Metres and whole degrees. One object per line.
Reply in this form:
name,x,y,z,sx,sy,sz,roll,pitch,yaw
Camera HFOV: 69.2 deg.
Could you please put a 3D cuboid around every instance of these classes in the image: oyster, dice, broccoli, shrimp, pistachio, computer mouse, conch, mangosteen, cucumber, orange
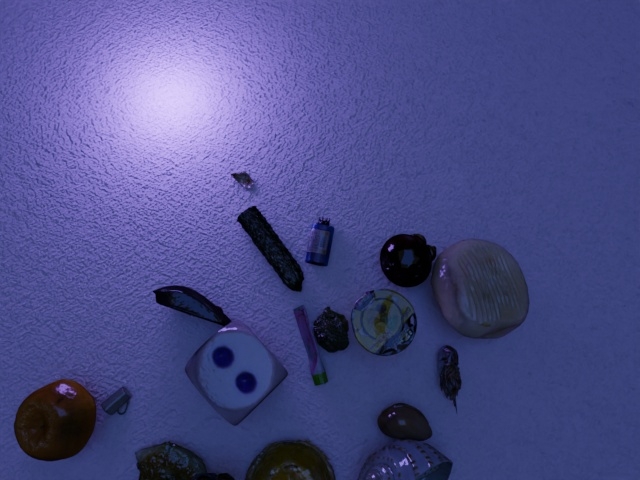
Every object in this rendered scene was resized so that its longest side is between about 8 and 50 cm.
oyster,-0.295,-0.238,1.777,0.093,0.034,0.051,42,94,-4
dice,-0.270,0.425,1.506,0.243,0.259,0.251,-43,81,-13
broccoli,0.039,0.309,1.610,0.137,0.145,0.162,-26,91,-47
shrimp,0.456,0.482,1.613,0.090,0.079,0.233,2,76,-41
pistachio,0.284,0.613,1.553,0.184,0.124,0.125,24,77,-1
computer mouse,-0.428,0.219,1.594,0.295,0.168,0.087,21,75,0
conch,0.259,0.752,1.466,0.303,0.319,0.215,-53,52,5
mangosteen,0.323,0.061,1.663,0.230,0.194,0.194,-28,78,-33
cucumber,-0.168,0.035,1.684,0.096,0.096,0.359,-37,81,-10
orange,-0.827,0.575,1.488,0.248,0.183,0.249,0,89,12

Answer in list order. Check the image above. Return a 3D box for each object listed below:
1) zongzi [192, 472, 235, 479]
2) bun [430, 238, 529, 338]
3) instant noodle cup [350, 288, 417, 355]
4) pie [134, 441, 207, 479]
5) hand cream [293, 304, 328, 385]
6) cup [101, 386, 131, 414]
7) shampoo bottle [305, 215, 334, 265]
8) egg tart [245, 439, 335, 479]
zongzi,-0.419,0.907,1.374,0.431,0.208,0.404,-11,102,1
bun,0.543,0.182,1.621,0.360,0.213,0.361,6,66,-14
instant noodle cup,0.195,0.282,1.566,0.215,0.236,0.216,1,76,-2
pie,-0.502,0.806,1.500,0.302,0.067,0.303,0,79,-2
hand cream,-0.038,0.365,1.620,0.079,0.050,0.275,-24,77,30
cup,-0.680,0.547,1.562,0.083,0.054,0.075,-41,80,-13
shampoo bottle,0.000,0.000,1.721,0.087,0.050,0.183,10,77,3
egg tart,-0.100,0.805,1.490,0.314,0.120,0.315,0,76,-1
